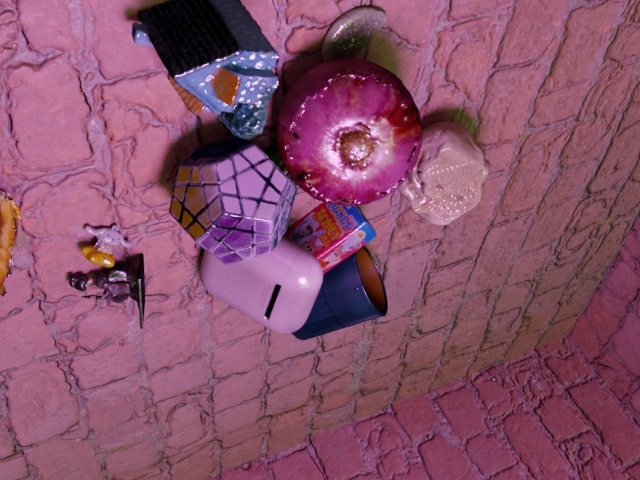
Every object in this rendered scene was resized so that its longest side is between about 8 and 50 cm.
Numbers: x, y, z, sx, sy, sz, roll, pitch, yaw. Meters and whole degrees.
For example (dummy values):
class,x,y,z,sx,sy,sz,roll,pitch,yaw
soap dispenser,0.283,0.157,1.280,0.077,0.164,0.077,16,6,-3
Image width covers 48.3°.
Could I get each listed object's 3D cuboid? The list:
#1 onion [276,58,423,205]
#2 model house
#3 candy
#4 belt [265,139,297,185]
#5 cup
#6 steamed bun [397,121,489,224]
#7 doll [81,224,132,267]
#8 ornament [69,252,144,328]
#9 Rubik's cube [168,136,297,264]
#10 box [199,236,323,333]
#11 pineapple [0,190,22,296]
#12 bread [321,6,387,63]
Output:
class,x,y,z,sx,sy,sz,roll,pitch,yaw
onion,0.058,-0.272,1.754,0.358,0.345,0.358,-15,126,-21
model house,-0.249,-0.350,1.456,0.241,0.261,0.226,-3,135,-35
candy,-0.001,-0.001,2.149,0.306,0.157,0.100,-35,144,6
belt,-0.095,-0.206,1.909,0.121,0.079,0.151,12,116,-32
cup,0.034,0.151,2.279,0.292,0.308,0.242,-22,121,17
steamed bun,0.352,-0.220,2.119,0.276,0.203,0.289,-35,132,20
doll,-0.552,0.009,1.850,0.135,0.071,0.113,-5,119,-41
ornament,-0.573,0.131,1.922,0.196,0.166,0.153,1,115,-11
Rubik's cube,-0.211,-0.101,1.755,0.319,0.319,0.264,-23,115,-12
box,-0.172,0.096,2.013,0.141,0.349,0.289,-51,167,-50
pineapple,-0.766,-0.053,1.575,0.161,0.158,0.335,10,136,9
bread,0.068,-0.488,1.718,0.112,0.036,0.193,20,120,-47
